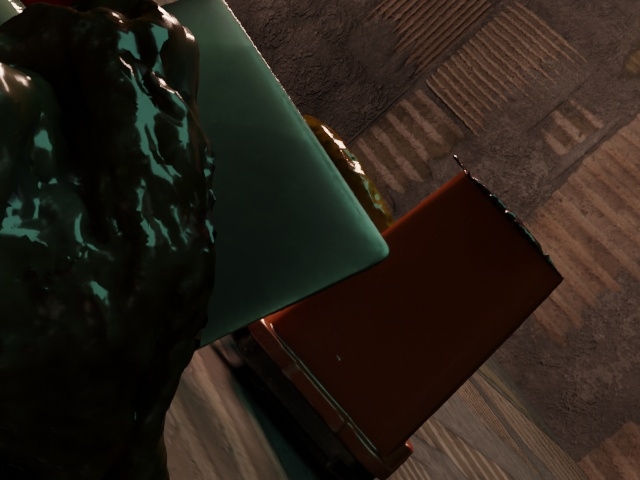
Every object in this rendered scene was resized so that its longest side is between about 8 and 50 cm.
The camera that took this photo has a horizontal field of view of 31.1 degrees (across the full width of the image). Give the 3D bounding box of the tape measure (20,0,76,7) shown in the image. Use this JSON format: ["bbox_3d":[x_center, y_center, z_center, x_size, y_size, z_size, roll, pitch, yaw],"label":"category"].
[{"bbox_3d":[-0.193,-0.155,1.015,0.260,0.114,0.253,44,9,-28],"label":"tape measure"}]

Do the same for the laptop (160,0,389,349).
[{"bbox_3d":[-0.093,-0.059,0.845,0.269,0.187,0.015,57,-26,17],"label":"laptop"}]

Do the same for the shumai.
[{"bbox_3d":[-0.148,0.003,0.476,0.185,0.218,0.184,3,22,-19],"label":"shumai"}]

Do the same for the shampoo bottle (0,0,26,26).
[{"bbox_3d":[-0.228,-0.128,0.782,0.262,0.085,0.085,49,7,9],"label":"shampoo bottle"}]

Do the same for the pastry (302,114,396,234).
[{"bbox_3d":[0.000,0.000,1.104,0.235,0.132,0.240,69,-4,-66],"label":"pastry"}]

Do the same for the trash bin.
[{"bbox_3d":[0.061,0.054,0.915,0.184,0.238,0.161,47,7,11],"label":"trash bin"}]
